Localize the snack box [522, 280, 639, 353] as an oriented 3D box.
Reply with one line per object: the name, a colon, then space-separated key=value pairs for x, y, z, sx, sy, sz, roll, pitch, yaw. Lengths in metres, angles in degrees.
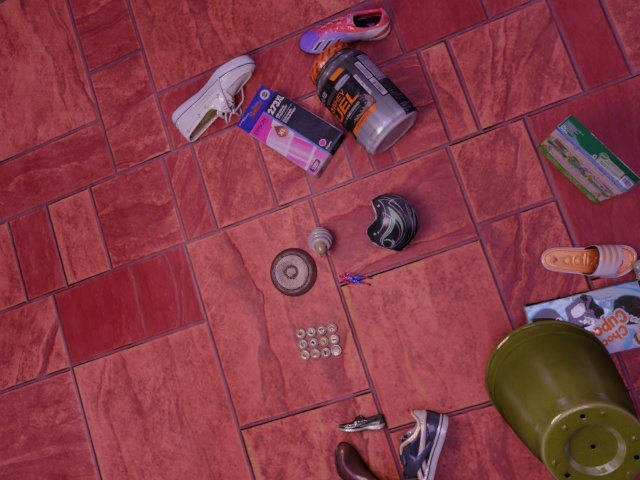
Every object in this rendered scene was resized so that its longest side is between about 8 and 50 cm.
snack box: x=0.796 y=0.249 z=1.462 sx=0.321 sy=0.060 sz=0.187 roll=-16 pitch=85 yaw=11

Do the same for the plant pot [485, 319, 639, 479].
plant pot: x=0.653 y=0.446 z=1.290 sx=0.366 sy=0.353 sz=0.367 roll=2 pitch=102 yaw=9

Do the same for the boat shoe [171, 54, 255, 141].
boat shoe: x=-0.347 y=-0.472 z=1.705 sx=0.367 sy=0.136 sz=0.157 roll=-36 pitch=80 yaw=11

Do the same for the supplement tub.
supplement tub: x=0.130 y=-0.457 z=1.567 sx=0.207 sy=0.207 sz=0.338 roll=-42 pitch=79 yaw=7

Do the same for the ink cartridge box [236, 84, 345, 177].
ink cartridge box: x=-0.112 y=-0.385 z=1.690 sx=0.370 sy=0.069 sz=0.176 roll=34 pitch=94 yaw=14

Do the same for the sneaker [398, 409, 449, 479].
sneaker: x=0.298 y=0.679 z=1.513 sx=0.127 sy=0.126 sz=0.321 roll=14 pitch=85 yaw=12

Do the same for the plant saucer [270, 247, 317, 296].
plant saucer: x=-0.096 y=0.109 z=1.674 sx=0.168 sy=0.029 sz=0.169 roll=0 pitch=88 yaw=12

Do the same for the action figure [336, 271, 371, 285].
action figure: x=0.109 y=0.127 z=1.631 sx=0.115 sy=0.030 sz=0.038 roll=8 pitch=94 yaw=14

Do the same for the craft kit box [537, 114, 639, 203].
craft kit box: x=0.755 y=-0.223 z=1.403 sx=0.061 sy=0.246 sz=0.250 roll=-42 pitch=80 yaw=4

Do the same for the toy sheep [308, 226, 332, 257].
toy sheep: x=0.000 y=0.000 z=1.623 sx=0.091 sy=0.132 sz=0.091 roll=-3 pitch=125 yaw=-5

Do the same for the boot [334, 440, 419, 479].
boot: x=0.182 y=0.729 z=1.468 sx=0.280 sy=0.096 sz=0.264 roll=-29 pitch=79 yaw=50

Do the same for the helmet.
helmet: x=0.228 y=-0.064 z=1.548 sx=0.169 sy=0.169 sz=0.162 roll=24 pitch=108 yaw=12

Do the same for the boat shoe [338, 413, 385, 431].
boat shoe: x=0.133 y=0.590 z=1.590 sx=0.152 sy=0.056 sz=0.049 roll=-7 pitch=80 yaw=2

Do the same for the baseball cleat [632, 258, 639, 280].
baseball cleat: x=1.001 y=0.135 z=1.421 sx=0.109 sy=0.072 sz=0.206 roll=-30 pitch=90 yaw=-6

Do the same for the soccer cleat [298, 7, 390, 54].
soccer cleat: x=0.074 y=-0.708 z=1.637 sx=0.317 sy=0.116 sz=0.109 roll=-8 pitch=85 yaw=11

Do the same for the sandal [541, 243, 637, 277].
sandal: x=0.807 y=0.063 z=1.461 sx=0.265 sy=0.076 sz=0.102 roll=-2 pitch=87 yaw=11

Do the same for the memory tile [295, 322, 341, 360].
memory tile: x=-0.007 y=0.342 z=1.651 sx=0.147 sy=0.012 sz=0.113 roll=-12 pitch=85 yaw=11
